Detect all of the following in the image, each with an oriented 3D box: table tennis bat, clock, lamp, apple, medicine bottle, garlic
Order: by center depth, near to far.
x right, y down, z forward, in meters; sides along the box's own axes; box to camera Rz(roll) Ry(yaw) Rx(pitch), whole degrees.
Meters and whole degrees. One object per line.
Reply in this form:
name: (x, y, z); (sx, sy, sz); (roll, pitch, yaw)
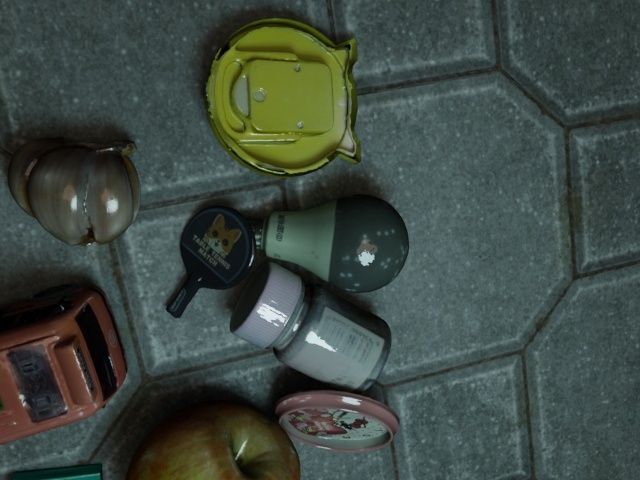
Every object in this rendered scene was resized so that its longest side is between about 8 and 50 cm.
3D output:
garlic: (-0.407, -0.082, 0.968); (0.214, 0.160, 0.191); (5, 95, -17)
clock: (-0.066, -0.251, 1.059); (0.293, 0.071, 0.277); (4, 89, -22)
apple: (-0.203, 0.444, 1.061); (0.301, 0.301, 0.302); (-3, 101, -13)
lamp: (0.007, 0.013, 1.075); (0.313, 0.182, 0.182); (-7, 102, -7)
table tennis bat: (-0.210, 0.045, 1.083); (0.150, 0.027, 0.236); (40, 103, 13)
medicine bottle: (-0.017, 0.165, 1.105); (0.273, 0.165, 0.165); (30, 93, -15)
clock: (0.030, 0.345, 1.138); (0.244, 0.056, 0.244); (6, 142, 5)

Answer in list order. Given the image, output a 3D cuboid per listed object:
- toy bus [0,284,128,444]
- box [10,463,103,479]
toy bus: (-0.552, 0.225, 0.956); (0.426, 0.233, 0.203); (-16, 104, -9)
box: (-0.501, 0.549, 1.129); (0.160, 0.042, 0.227); (-1, 101, -13)
